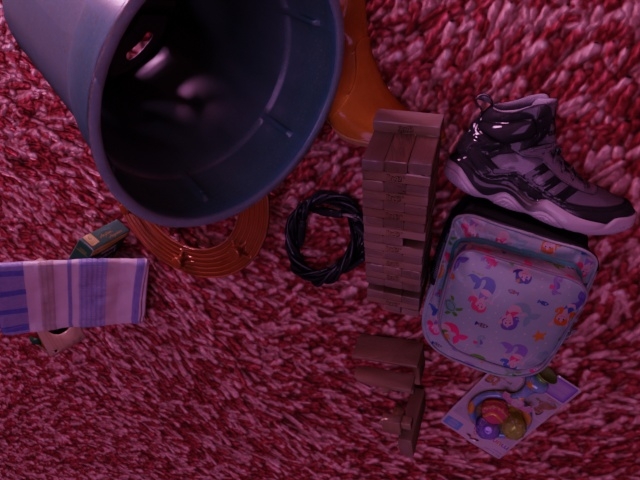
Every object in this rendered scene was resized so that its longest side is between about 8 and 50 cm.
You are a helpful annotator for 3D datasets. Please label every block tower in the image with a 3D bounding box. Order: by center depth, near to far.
[{"bbox_3d":[0.118,-0.023,0.743,0.091,0.097,0.335,10,138,16],"label":"block tower"}]

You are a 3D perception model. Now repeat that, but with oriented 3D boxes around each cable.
[{"bbox_3d":[0.000,0.000,0.888,0.184,0.047,0.150,-35,93,33],"label":"cable"}]

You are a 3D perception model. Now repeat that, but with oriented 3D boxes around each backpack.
[{"bbox_3d":[0.270,0.086,0.763,0.225,0.191,0.253,19,123,10],"label":"backpack"}]

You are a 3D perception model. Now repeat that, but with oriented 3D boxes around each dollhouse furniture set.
[{"bbox_3d":[0.123,0.286,0.938,0.123,0.144,0.151,4,129,23],"label":"dollhouse furniture set"}]

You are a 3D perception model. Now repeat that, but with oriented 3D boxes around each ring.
[{"bbox_3d":[-0.239,-0.081,0.865,0.336,0.032,0.336,11,117,22],"label":"ring"}]

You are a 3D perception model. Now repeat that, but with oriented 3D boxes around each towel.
[{"bbox_3d":[-0.496,0.114,1.015,0.285,0.034,0.209,-1,136,-26],"label":"towel"}]

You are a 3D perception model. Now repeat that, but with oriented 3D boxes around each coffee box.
[{"bbox_3d":[-0.483,0.045,1.051,0.040,0.113,0.184,42,118,-1],"label":"coffee box"}]

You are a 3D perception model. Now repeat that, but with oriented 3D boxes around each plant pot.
[{"bbox_3d":[-0.205,-0.250,0.636,0.334,0.341,0.341,40,123,26],"label":"plant pot"}]

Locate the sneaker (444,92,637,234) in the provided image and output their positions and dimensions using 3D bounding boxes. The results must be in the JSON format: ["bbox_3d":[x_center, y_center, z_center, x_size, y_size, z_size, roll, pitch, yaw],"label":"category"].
[{"bbox_3d":[0.319,-0.112,0.694,0.268,0.101,0.153,21,121,13],"label":"sneaker"}]

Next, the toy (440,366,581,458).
[{"bbox_3d":[0.335,0.314,0.909,0.137,0.056,0.237,32,120,5],"label":"toy"}]

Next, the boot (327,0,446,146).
[{"bbox_3d":[0.053,-0.256,0.727,0.295,0.104,0.211,16,118,17],"label":"boot"}]

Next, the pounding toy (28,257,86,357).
[{"bbox_3d":[-0.620,0.150,1.117,0.181,0.094,0.206,3,117,49],"label":"pounding toy"}]
